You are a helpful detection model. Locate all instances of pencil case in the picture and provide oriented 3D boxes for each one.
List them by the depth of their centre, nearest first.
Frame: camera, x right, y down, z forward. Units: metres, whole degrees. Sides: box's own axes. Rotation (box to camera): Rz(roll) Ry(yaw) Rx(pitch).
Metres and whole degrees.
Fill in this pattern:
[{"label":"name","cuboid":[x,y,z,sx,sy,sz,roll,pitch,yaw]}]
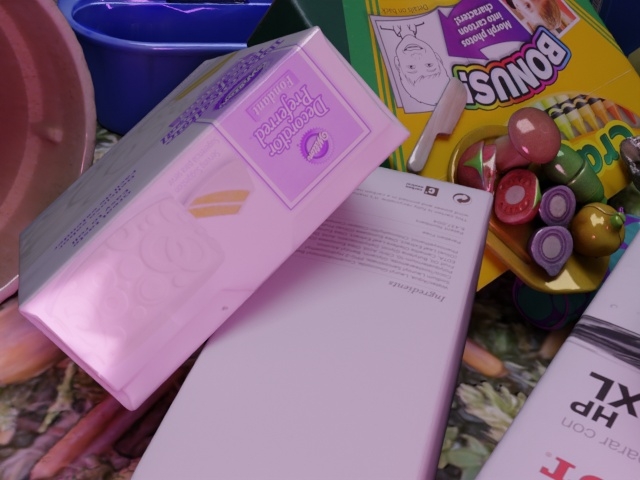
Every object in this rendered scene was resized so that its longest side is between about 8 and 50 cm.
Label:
[{"label":"pencil case","cuboid":[0.255,0.026,0.832,0.151,0.064,0.070,-24,75,-31]}]

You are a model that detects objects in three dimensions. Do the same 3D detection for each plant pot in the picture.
[{"label":"plant pot","cuboid":[-0.429,-0.116,0.779,0.305,0.334,0.333,21,41,36]}]

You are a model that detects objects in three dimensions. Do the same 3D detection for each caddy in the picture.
[{"label":"caddy","cuboid":[-0.133,-0.250,1.040,0.341,0.179,0.241,-2,39,-7]}]

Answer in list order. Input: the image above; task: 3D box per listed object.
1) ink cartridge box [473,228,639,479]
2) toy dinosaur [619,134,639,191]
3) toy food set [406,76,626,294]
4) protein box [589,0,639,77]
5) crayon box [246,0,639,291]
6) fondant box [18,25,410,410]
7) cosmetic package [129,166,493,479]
[{"label":"ink cartridge box","cuboid":[0.298,0.155,0.602,0.285,0.166,0.395,26,45,24]},{"label":"toy dinosaur","cuboid":[0.411,-0.045,0.801,0.118,0.064,0.268,-43,47,-14]},{"label":"toy food set","cuboid":[0.184,-0.049,0.749,0.218,0.071,0.128,41,59,-5]},{"label":"protein box","cuboid":[0.419,-0.345,1.187,0.135,0.200,0.201,0,40,-5]},{"label":"crayon box","cuboid":[0.159,-0.145,0.882,0.362,0.106,0.313,-30,84,-33]},{"label":"fondant box","cuboid":[-0.106,-0.035,0.655,0.238,0.096,0.330,-45,20,-8]},{"label":"cosmetic package","cuboid":[0.007,0.126,0.590,0.155,0.197,0.366,14,39,12]}]
